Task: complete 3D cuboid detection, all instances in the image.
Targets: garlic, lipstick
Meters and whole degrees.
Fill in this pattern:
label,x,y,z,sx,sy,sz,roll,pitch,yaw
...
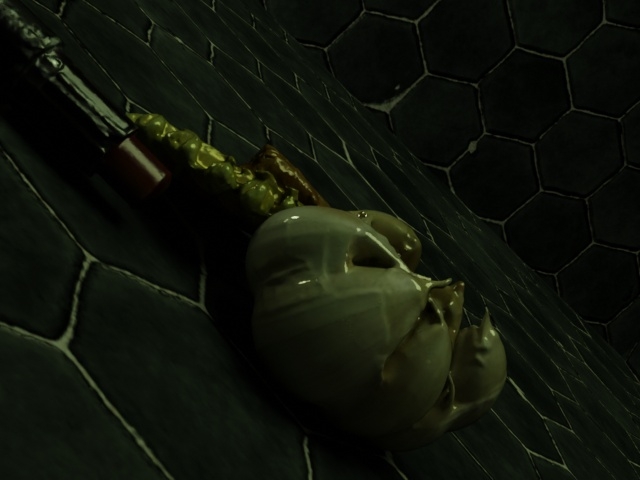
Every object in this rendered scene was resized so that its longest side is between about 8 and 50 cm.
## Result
label,x,y,z,sx,sy,sz,roll,pitch,yaw
garlic,0.047,0.086,0.971,0.281,0.203,0.185,55,45,-9
lipstick,-0.252,-0.144,0.950,0.300,0.081,0.081,45,13,-4

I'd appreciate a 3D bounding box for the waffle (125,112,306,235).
label,x,y,z,sx,sy,sz,roll,pitch,yaw
waffle,-0.090,-0.048,1.115,0.250,0.056,0.261,27,-5,38

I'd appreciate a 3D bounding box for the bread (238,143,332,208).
label,x,y,z,sx,sy,sz,roll,pitch,yaw
bread,0.001,-0.002,1.324,0.271,0.077,0.139,46,3,-13
